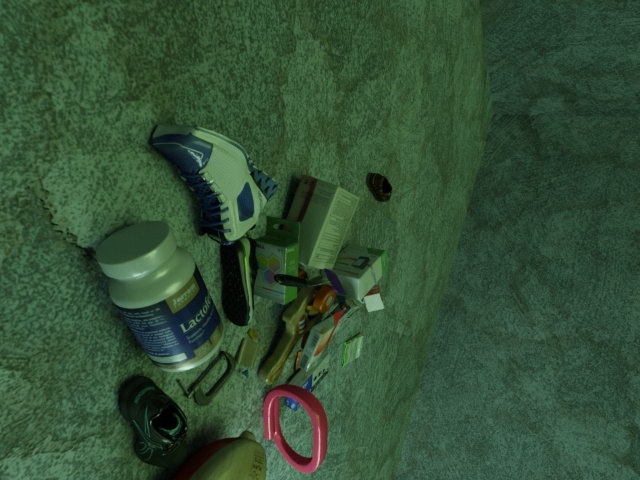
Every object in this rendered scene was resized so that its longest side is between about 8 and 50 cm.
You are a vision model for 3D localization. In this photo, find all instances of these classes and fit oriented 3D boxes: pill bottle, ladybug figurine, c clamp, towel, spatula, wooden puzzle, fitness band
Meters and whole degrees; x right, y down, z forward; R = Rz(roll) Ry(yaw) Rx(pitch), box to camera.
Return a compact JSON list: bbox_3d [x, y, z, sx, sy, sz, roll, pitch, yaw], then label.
[{"bbox_3d":[-0.288,0.105,0.750,0.153,0.153,0.265,-49,139,-40],"label":"pill bottle"},{"bbox_3d":[-0.286,0.663,0.948,0.449,0.162,0.305,-61,145,-25],"label":"ladybug figurine"},{"bbox_3d":[-0.266,0.334,0.999,0.160,0.022,0.137,-44,137,-45],"label":"c clamp"},{"bbox_3d":[0.138,0.463,1.723,0.152,0.023,0.113,-8,106,-58],"label":"towel"},{"bbox_3d":[-0.019,0.109,1.078,0.030,0.084,0.296,-42,151,27],"label":"spatula"},{"bbox_3d":[-0.197,0.306,1.107,0.078,0.014,0.116,53,47,-49],"label":"wooden puzzle"},{"bbox_3d":[-0.074,0.559,1.217,0.054,0.209,0.291,-29,125,-54],"label":"fitness band"}]

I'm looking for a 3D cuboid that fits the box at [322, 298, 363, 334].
[{"bbox_3d":[0.044,0.279,1.375,0.207,0.036,0.114,-48,156,18],"label":"box"}]

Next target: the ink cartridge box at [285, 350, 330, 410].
[{"bbox_3d":[-0.041,0.473,1.392,0.207,0.046,0.097,-36,138,-49],"label":"ink cartridge box"}]

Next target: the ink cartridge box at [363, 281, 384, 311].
[{"bbox_3d":[0.188,0.157,1.560,0.115,0.067,0.198,67,12,-48],"label":"ink cartridge box"}]

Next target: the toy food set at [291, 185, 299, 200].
[{"bbox_3d":[-0.054,-0.128,1.187,0.083,0.020,0.083,-37,131,-47],"label":"toy food set"}]

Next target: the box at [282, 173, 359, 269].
[{"bbox_3d":[-0.007,-0.048,1.156,0.148,0.127,0.232,15,98,-61],"label":"box"}]

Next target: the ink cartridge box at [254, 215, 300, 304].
[{"bbox_3d":[-0.117,0.049,1.059,0.062,0.109,0.209,-20,118,-56],"label":"ink cartridge box"}]

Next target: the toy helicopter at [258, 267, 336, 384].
[{"bbox_3d":[-0.071,0.273,1.240,0.355,0.140,0.235,-58,155,-11],"label":"toy helicopter"}]

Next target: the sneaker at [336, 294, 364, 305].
[{"bbox_3d":[0.112,0.208,1.530,0.228,0.092,0.087,42,31,-76],"label":"sneaker"}]

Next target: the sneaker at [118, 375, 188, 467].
[{"bbox_3d":[-0.327,0.400,0.842,0.101,0.106,0.267,-48,140,-42],"label":"sneaker"}]

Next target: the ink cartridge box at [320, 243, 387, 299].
[{"bbox_3d":[0.121,0.106,1.432,0.212,0.154,0.093,-40,131,-46],"label":"ink cartridge box"}]

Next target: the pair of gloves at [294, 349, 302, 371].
[{"bbox_3d":[-0.061,0.408,1.381,0.083,0.010,0.074,20,83,-60],"label":"pair of gloves"}]

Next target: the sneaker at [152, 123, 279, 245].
[{"bbox_3d":[-0.207,-0.092,0.840,0.315,0.127,0.182,35,68,-59],"label":"sneaker"}]

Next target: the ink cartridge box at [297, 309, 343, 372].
[{"bbox_3d":[0.014,0.300,1.225,0.179,0.045,0.145,-12,129,-55],"label":"ink cartridge box"}]

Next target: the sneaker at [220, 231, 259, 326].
[{"bbox_3d":[-0.180,0.096,0.997,0.097,0.084,0.235,-24,121,-55],"label":"sneaker"}]

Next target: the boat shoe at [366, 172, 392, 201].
[{"bbox_3d":[0.249,-0.204,1.618,0.207,0.073,0.073,30,74,-60],"label":"boat shoe"}]
